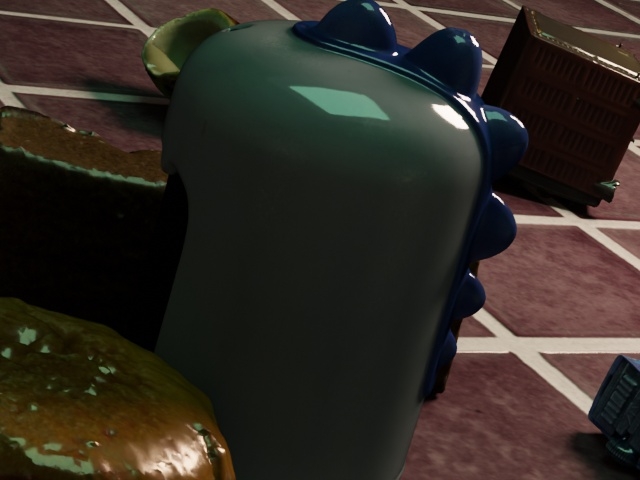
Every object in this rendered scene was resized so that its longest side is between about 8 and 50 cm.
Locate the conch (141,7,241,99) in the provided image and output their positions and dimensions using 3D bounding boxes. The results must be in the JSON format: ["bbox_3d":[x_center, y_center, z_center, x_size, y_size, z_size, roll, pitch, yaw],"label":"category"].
[{"bbox_3d":[-0.114,-0.183,1.975,0.187,0.124,0.181,-6,27,10],"label":"conch"}]

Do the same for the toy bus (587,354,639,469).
[{"bbox_3d":[0.311,0.182,1.377,0.094,0.079,0.236,22,14,-31],"label":"toy bus"}]

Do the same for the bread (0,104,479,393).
[{"bbox_3d":[-0.077,0.014,1.408,0.416,0.165,0.113,11,26,-12],"label":"bread"}]

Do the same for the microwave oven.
[{"bbox_3d":[0.297,-0.163,2.119,0.178,0.188,0.247,20,16,-2],"label":"microwave oven"}]

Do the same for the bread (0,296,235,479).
[{"bbox_3d":[-0.184,0.127,1.064,0.268,0.146,0.268,17,18,-5],"label":"bread"}]

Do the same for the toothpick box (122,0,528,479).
[{"bbox_3d":[0.000,0.000,1.215,0.263,0.355,0.263,13,20,-5],"label":"toothpick box"}]
